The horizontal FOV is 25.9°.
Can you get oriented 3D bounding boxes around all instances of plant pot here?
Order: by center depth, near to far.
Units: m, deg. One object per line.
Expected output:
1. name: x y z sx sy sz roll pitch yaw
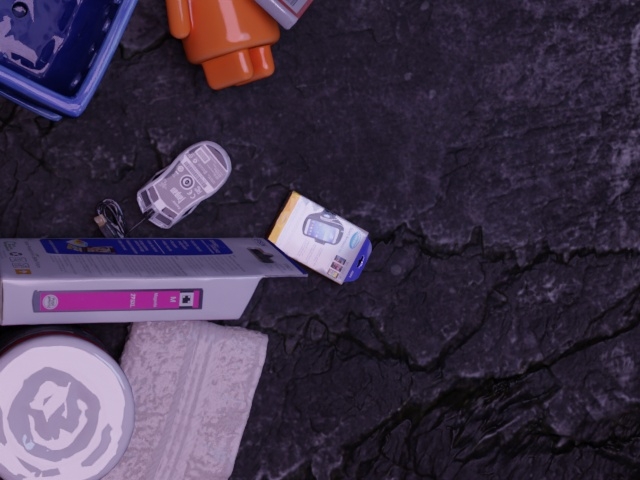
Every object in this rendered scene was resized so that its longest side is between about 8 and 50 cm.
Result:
1. plant pot: -0.353 -0.286 1.671 0.236 0.212 0.236 27 80 -13

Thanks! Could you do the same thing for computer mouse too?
1. computer mouse: -0.197 -0.053 1.811 0.193 0.042 0.106 -39 95 -4

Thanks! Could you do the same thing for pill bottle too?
1. pill bottle: -0.321 0.183 1.645 0.176 0.318 0.176 -1 93 -14

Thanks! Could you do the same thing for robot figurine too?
1. robot figurine: -0.127 -0.306 1.772 0.158 0.128 0.219 -15 93 -13

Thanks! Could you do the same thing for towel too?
1. towel: -0.194 0.232 1.817 0.187 0.049 0.282 17 88 -14

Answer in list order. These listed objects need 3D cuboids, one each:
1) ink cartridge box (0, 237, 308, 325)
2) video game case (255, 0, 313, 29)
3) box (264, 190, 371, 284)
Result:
1. ink cartridge box: -0.217 0.044 1.701 0.371 0.176 0.069 -2 106 -19
2. video game case: -0.047 -0.420 1.767 0.204 0.025 0.285 42 52 -10
3. box: 0.000 0.000 1.867 0.136 0.028 0.081 29 85 -15
